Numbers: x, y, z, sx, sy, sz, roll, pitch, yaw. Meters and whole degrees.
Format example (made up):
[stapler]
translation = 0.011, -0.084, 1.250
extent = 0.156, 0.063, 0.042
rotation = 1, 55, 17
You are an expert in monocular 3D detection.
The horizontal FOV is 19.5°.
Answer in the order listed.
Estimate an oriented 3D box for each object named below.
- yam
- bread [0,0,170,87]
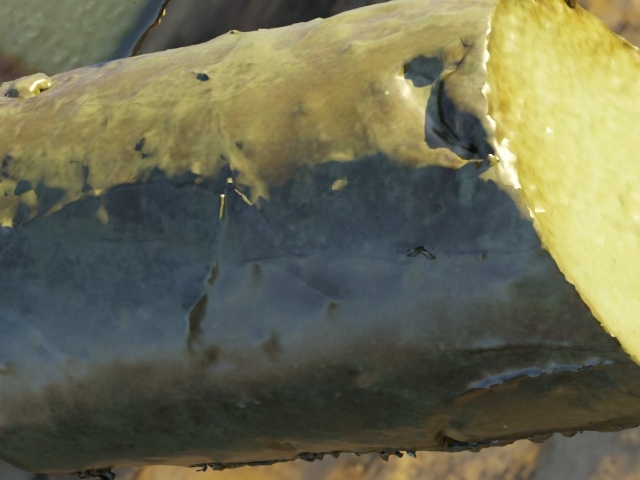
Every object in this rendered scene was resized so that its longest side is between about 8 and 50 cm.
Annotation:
[yam]
translation = 0.000, 0.000, 0.697
extent = 0.304, 0.168, 0.168
rotation = -9, 31, 27
[bread]
translation = -0.366, -0.210, 1.650
extent = 0.242, 0.405, 0.346
rotation = -100, 30, -55
